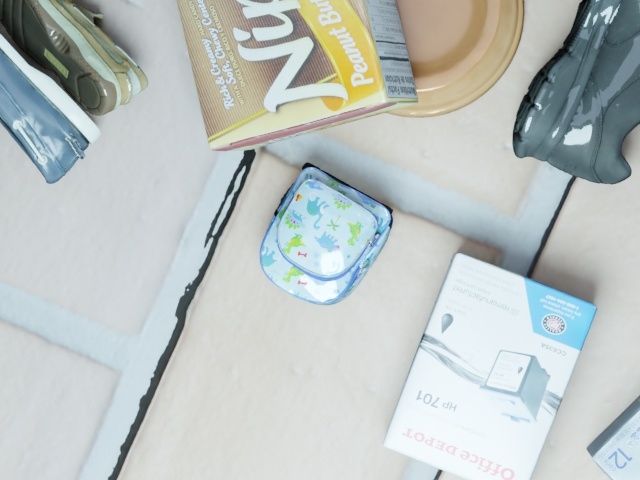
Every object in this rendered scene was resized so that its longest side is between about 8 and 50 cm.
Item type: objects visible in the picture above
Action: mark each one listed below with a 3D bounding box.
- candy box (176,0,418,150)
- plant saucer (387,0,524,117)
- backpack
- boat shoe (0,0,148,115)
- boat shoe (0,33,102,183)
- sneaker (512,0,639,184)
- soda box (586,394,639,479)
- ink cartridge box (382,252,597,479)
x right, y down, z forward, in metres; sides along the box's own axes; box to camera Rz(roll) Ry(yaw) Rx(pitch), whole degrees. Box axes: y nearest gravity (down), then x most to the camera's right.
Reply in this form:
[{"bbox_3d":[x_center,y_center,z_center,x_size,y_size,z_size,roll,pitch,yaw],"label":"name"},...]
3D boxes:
[{"bbox_3d":[-0.040,-0.254,1.657,0.183,0.087,0.316,-14,89,26],"label":"candy box"},{"bbox_3d":[0.090,-0.215,1.698,0.200,0.037,0.200,0,89,4],"label":"plant saucer"},{"bbox_3d":[0.000,0.000,1.678,0.105,0.084,0.114,30,94,6],"label":"backpack"},{"bbox_3d":[-0.235,-0.196,1.714,0.072,0.068,0.190,-29,72,-37],"label":"boat shoe"},{"bbox_3d":[-0.320,-0.157,1.703,0.254,0.095,0.079,42,81,-5],"label":"boat shoe"},{"bbox_3d":[0.286,-0.183,1.660,0.130,0.109,0.286,27,101,-2],"label":"sneaker"},{"bbox_3d":[0.372,0.124,1.641,0.286,0.098,0.091,-45,85,2],"label":"soda box"},{"bbox_3d":[0.154,0.123,1.666,0.139,0.082,0.190,21,89,4],"label":"ink cartridge box"}]
